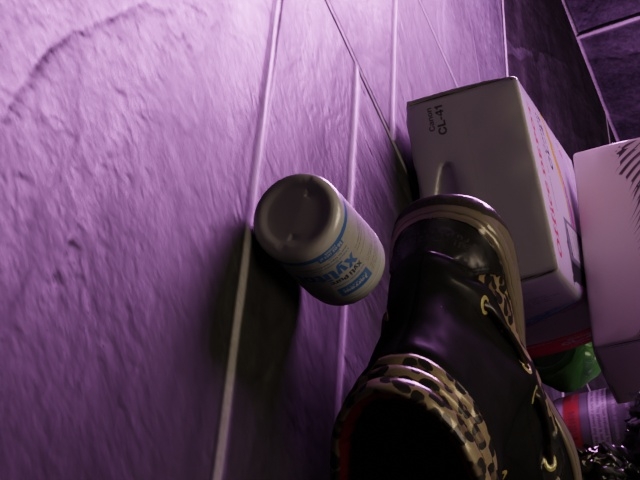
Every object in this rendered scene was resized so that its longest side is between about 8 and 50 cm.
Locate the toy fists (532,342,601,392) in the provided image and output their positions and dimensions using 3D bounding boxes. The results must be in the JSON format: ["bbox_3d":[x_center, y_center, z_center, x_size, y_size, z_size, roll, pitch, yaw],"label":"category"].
[{"bbox_3d":[0.266,0.043,2.308,0.142,0.096,0.279,30,43,-71],"label":"toy fists"}]

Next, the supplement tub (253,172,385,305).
[{"bbox_3d":[0.000,0.000,1.456,0.107,0.071,0.071,45,31,-58],"label":"supplement tub"}]

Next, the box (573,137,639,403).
[{"bbox_3d":[0.336,0.028,2.081,0.113,0.094,0.275,59,24,-47],"label":"box"}]

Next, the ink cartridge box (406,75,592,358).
[{"bbox_3d":[0.206,-0.016,2.091,0.306,0.131,0.226,41,36,-67],"label":"ink cartridge box"}]

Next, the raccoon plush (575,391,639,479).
[{"bbox_3d":[0.370,0.112,1.849,0.216,0.446,0.299,9,-76,59],"label":"raccoon plush"}]

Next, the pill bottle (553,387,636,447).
[{"bbox_3d":[0.450,0.246,2.191,0.210,0.363,0.210,-13,90,-78],"label":"pill bottle"}]

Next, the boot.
[{"bbox_3d":[0.111,0.186,1.526,0.284,0.138,0.377,-64,146,-60],"label":"boot"}]
